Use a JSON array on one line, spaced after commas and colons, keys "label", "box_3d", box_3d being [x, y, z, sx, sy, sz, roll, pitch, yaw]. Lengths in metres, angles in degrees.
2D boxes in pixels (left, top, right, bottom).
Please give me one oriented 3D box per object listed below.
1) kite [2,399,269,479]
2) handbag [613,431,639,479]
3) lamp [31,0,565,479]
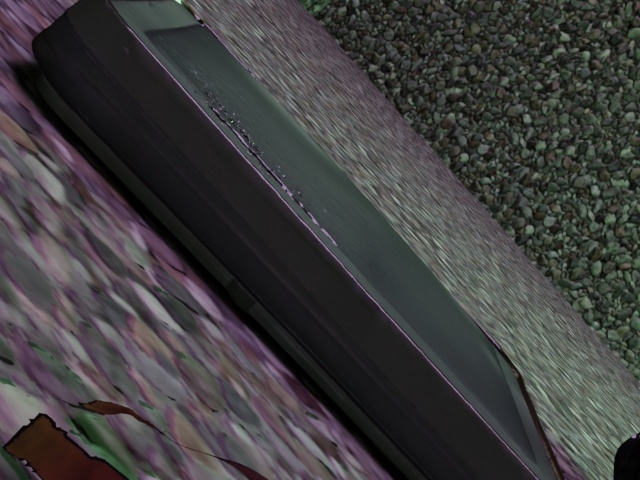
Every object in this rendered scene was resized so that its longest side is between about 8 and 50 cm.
[{"label": "kite", "box_3d": [0.076, 0.154, 0.284, 0.360, 0.022, 0.204, 42, 13, 2]}, {"label": "handbag", "box_3d": [0.346, 0.199, 0.913, 0.325, 0.162, 0.327, 47, 28, 19]}, {"label": "lamp", "box_3d": [0.000, 0.000, 0.695, 0.266, 0.047, 0.269, 46, 7, -5]}]
